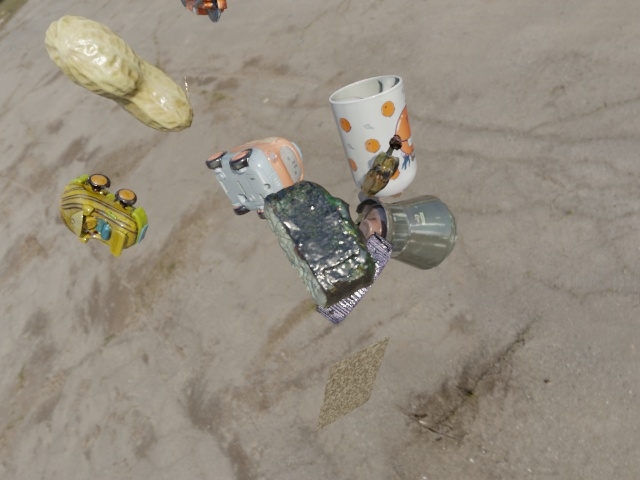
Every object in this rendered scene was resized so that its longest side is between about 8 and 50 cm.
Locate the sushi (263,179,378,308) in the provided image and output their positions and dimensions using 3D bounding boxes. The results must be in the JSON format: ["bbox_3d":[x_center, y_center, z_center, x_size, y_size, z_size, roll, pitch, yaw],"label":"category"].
[{"bbox_3d":[0.000,0.000,0.788,0.127,0.124,0.225,-30,73,-15],"label":"sushi"}]

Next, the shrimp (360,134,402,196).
[{"bbox_3d":[0.159,-0.189,1.109,0.058,0.253,0.173,29,77,0],"label":"shrimp"}]

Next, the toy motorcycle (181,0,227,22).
[{"bbox_3d":[-0.338,-0.747,1.260,0.148,0.221,0.326,-18,43,-31],"label":"toy motorcycle"}]

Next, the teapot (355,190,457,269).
[{"bbox_3d":[0.309,-0.067,1.791,0.305,0.362,0.375,-54,44,42],"label":"teapot"}]

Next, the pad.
[{"bbox_3d":[0.067,0.309,0.970,0.158,0.234,0.003,-18,44,-32],"label":"pad"}]

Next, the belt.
[{"bbox_3d":[0.112,0.125,1.495,0.324,0.122,0.260,-53,0,-16],"label":"belt"}]

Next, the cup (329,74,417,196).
[{"bbox_3d":[0.168,-0.302,1.364,0.213,0.317,0.212,-14,31,8],"label":"cup"}]

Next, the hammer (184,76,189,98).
[{"bbox_3d":[-0.416,-0.450,1.429,0.014,0.122,0.029,-12,12,-25],"label":"hammer"}]

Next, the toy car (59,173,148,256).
[{"bbox_3d":[-0.621,-0.062,1.272,0.200,0.248,0.142,-59,5,38],"label":"toy car"}]

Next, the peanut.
[{"bbox_3d":[-0.373,-0.309,0.884,0.120,0.298,0.136,-46,49,12],"label":"peanut"}]

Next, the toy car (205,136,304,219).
[{"bbox_3d":[-0.160,-0.193,1.251,0.271,0.180,0.212,10,45,49],"label":"toy car"}]
